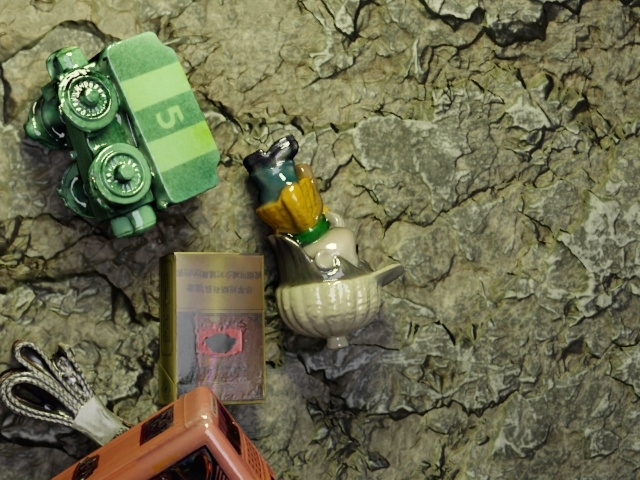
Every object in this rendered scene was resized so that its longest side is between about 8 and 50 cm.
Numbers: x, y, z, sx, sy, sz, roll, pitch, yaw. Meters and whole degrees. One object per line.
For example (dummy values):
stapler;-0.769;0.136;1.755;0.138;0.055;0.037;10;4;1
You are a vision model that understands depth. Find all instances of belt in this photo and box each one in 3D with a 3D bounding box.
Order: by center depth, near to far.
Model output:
belt;-0.327;0.279;1.788;0.359;0.094;0.126;41;77;-13

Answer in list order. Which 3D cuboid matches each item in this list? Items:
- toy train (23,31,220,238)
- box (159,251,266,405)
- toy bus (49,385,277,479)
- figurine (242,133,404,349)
toy train;-0.298;-0.162;1.809;0.238;0.167;0.299;-26;97;-32
box;-0.169;0.139;1.879;0.159;0.071;0.240;2;84;-24
toy bus;-0.278;0.404;1.671;0.427;0.203;0.233;-32;103;0
figurine;-0.029;0.010;1.898;0.204;0.185;0.332;-41;94;-4
